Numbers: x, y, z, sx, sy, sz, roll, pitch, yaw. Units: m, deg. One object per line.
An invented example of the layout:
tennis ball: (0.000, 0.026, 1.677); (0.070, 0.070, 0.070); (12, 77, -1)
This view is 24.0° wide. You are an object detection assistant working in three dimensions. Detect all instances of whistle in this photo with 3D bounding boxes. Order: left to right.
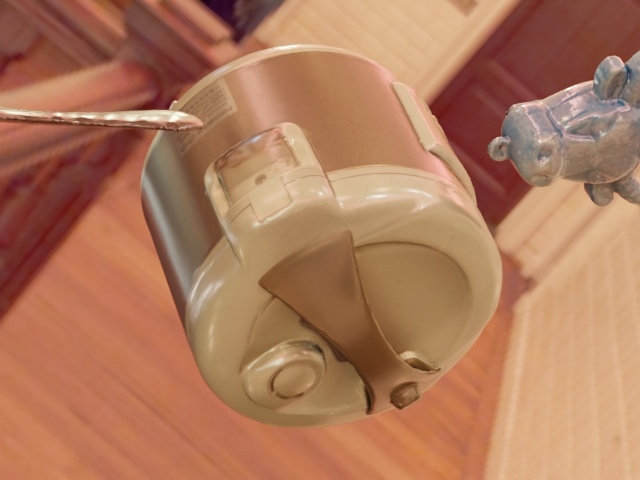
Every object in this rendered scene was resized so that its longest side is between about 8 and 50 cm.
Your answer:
whistle: (0.287, -0.106, 1.430); (0.093, 0.269, 0.180); (-108, -169, -50)

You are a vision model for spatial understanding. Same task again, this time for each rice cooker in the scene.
rice cooker: (0.000, 0.000, 1.495); (0.335, 0.335, 0.325); (29, 26, -40)

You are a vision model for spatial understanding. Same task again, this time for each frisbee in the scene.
frisbee: (-0.183, -0.064, 0.717); (0.187, 0.012, 0.211); (5, 4, 31)
